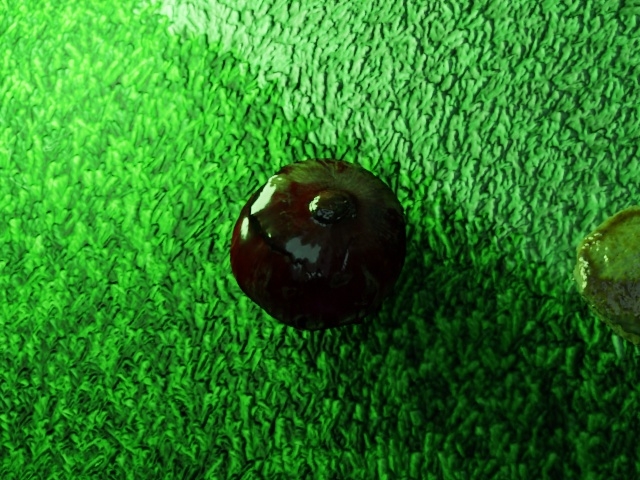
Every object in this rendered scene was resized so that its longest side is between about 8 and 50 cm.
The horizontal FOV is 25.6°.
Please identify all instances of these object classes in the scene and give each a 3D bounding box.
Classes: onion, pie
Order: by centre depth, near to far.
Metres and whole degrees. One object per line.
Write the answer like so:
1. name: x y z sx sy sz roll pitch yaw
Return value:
1. pie: 0.436 0.044 1.850 0.205 0.084 0.179 36 80 24
2. onion: 0.000 0.000 1.898 0.246 0.190 0.246 2 58 -3
